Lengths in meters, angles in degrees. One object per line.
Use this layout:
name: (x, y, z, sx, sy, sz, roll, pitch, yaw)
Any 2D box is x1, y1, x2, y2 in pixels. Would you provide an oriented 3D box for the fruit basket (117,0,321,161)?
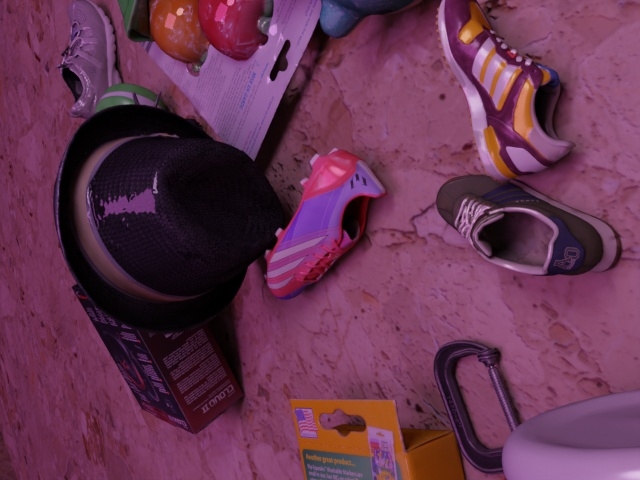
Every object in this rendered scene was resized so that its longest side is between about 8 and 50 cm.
fruit basket: (-0.134, -0.333, 0.916, 0.353, 0.165, 0.327, 45, 131, 18)

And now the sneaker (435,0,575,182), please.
sneaker: (0.168, -0.150, 0.593, 0.083, 0.069, 0.186, -22, 84, 43)

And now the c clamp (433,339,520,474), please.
c clamp: (0.175, 0.170, 0.668, 0.137, 0.022, 0.161, -45, 62, 52)

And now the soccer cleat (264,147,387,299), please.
soccer cleat: (0.000, 0.000, 0.824, 0.095, 0.083, 0.248, 42, 130, 22)

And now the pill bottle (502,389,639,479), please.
pill bottle: (0.257, 0.290, 0.421, 0.210, 0.210, 0.363, -20, 80, 52)

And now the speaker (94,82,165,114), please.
speaker: (-0.350, -0.117, 1.140, 0.131, 0.131, 0.297, -25, 51, 51)

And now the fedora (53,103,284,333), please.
fedora: (-0.159, -0.033, 0.847, 0.152, 0.334, 0.334, -6, 90, 36)

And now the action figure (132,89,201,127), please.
action figure: (-0.244, -0.097, 1.059, 0.141, 0.164, 0.276, -40, 70, 39)

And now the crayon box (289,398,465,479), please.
crayon box: (0.079, 0.333, 0.765, 0.203, 0.083, 0.323, -17, 83, 52)

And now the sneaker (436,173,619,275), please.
sneaker: (0.160, -0.017, 0.599, 0.192, 0.086, 0.064, 28, 117, 47)

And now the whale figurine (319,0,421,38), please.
whale figurine: (0.002, -0.317, 0.669, 0.271, 0.141, 0.216, 9, 108, 31)

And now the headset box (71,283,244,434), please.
headset box: (-0.267, 0.179, 1.109, 0.218, 0.110, 0.293, -2, 117, 53)

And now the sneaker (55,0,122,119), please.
sneaker: (-0.482, -0.373, 1.357, 0.105, 0.115, 0.281, -34, 68, 49)
